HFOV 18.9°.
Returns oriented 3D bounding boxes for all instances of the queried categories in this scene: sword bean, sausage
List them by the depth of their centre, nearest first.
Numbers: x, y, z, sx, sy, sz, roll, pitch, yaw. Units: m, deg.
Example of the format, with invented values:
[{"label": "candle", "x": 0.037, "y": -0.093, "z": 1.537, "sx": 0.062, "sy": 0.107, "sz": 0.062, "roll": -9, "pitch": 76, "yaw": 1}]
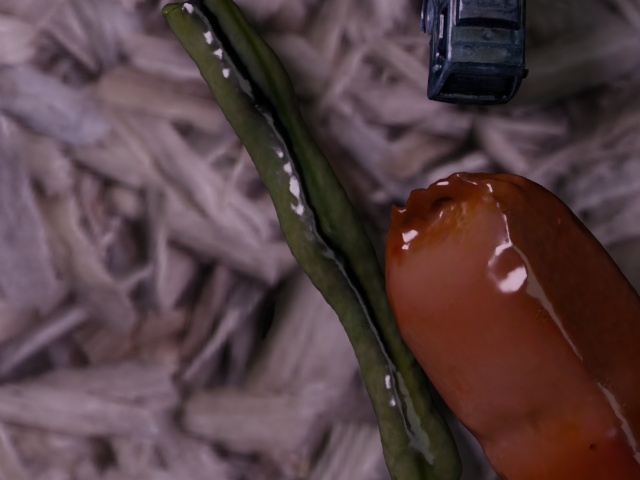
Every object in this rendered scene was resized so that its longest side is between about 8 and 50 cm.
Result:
[{"label": "sausage", "x": 0.148, "y": 0.117, "z": 0.881, "sx": 0.094, "sy": 0.097, "sz": 0.348, "roll": -29, "pitch": 85, "yaw": -49}, {"label": "sword bean", "x": 0.001, "y": 0.000, "z": 0.913, "sx": 0.043, "sy": 0.038, "sz": 0.269, "roll": -26, "pitch": 88, "yaw": -7}]

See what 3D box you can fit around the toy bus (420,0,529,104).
[{"label": "toy bus", "x": 0.076, "y": -0.150, "z": 0.916, "sx": 0.047, "sy": 0.065, "sz": 0.166, "roll": 2, "pitch": 84, "yaw": -5}]
